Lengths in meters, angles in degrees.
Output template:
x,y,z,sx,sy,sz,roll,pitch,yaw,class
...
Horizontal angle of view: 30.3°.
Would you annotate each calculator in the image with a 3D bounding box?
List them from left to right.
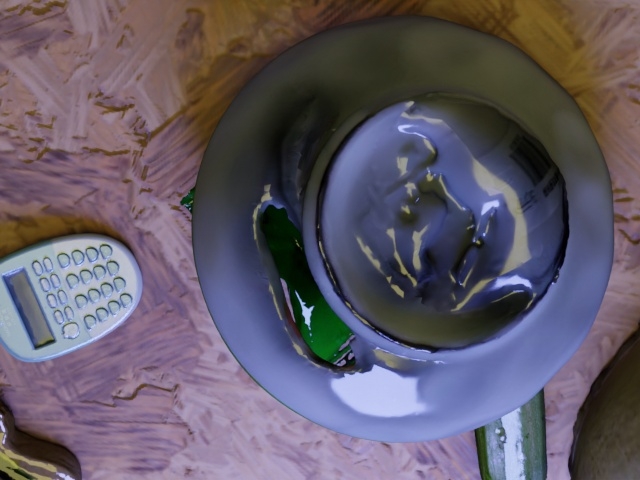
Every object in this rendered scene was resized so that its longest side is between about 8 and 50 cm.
x,y,z,sx,sy,sz,roll,pitch,yaw,class
-0.220,0.048,0.963,0.153,0.021,0.095,-21,104,-2,calculator

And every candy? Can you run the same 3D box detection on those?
x,y,z,sx,sy,sz,roll,pitch,yaw,class
-0.001,0.002,0.927,0.141,0.078,0.203,-37,108,10,candy

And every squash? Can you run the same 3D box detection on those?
x,y,z,sx,sy,sz,roll,pitch,yaw,class
0.152,0.115,0.967,0.066,0.066,0.229,-7,109,3,squash

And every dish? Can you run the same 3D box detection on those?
x,y,z,sx,sy,sz,roll,pitch,yaw,class
0.074,-0.012,0.837,0.324,0.124,0.324,0,88,-10,dish

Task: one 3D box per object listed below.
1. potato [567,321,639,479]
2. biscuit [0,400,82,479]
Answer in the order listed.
x,y,z,sx,sy,sz,roll,pitch,yaw,class
0.423,0.216,0.869,0.442,0.319,0.385,-29,104,13,potato
-0.344,0.136,0.995,0.320,0.047,0.183,43,106,-13,biscuit
